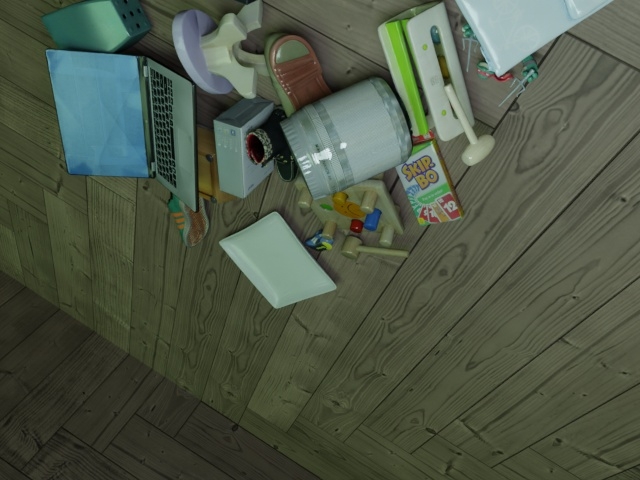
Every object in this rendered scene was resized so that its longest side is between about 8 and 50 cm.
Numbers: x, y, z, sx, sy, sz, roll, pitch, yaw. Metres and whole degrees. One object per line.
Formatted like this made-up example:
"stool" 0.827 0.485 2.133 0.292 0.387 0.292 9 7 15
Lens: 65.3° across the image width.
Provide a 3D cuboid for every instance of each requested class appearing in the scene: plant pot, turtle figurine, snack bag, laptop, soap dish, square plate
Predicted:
"plant pot" -0.615 -0.607 1.418 0.234 0.166 0.166 -7 122 27
"turtle figurine" 0.369 -0.406 1.007 0.175 0.118 0.234 22 121 -2
"snack bag" 0.381 -0.519 0.875 0.342 0.037 0.323 -31 107 20
"laptop" -0.546 -0.300 1.400 0.408 0.236 0.382 36 133 36
"soap dish" -0.407 -0.257 1.606 0.290 0.118 0.229 21 134 15
"square plate" -0.152 0.075 1.778 0.347 0.049 0.344 -24 111 42

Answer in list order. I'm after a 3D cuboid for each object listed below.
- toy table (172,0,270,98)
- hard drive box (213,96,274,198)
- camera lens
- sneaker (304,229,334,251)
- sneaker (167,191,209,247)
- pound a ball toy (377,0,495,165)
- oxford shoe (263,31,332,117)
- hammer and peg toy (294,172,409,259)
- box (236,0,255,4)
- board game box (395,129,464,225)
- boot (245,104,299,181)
"toy table" -0.226 -0.474 1.248 0.160 0.274 0.252 1 94 18
"hard drive box" -0.213 -0.268 1.433 0.089 0.181 0.232 20 133 17
"camera lens" 0.066 -0.245 1.191 0.274 0.219 0.219 -24 118 0
"sneaker" 0.000 0.000 1.625 0.053 0.059 0.144 27 161 -29
"sneaker" -0.483 -0.101 1.808 0.121 0.108 0.302 42 145 23
"pound a ball toy" 0.274 -0.341 1.081 0.208 0.135 0.319 33 152 60
"oxford shoe" -0.035 -0.362 1.311 0.146 0.140 0.397 52 168 49
"hammer and peg toy" 0.111 -0.070 1.420 0.265 0.127 0.361 6 155 27
"box" -0.182 -0.689 1.087 0.165 0.143 0.270 25 136 12
"board game box" 0.280 -0.161 1.328 0.124 0.039 0.260 -10 117 36
"boot" -0.135 -0.241 1.408 0.085 0.179 0.236 14 131 21
